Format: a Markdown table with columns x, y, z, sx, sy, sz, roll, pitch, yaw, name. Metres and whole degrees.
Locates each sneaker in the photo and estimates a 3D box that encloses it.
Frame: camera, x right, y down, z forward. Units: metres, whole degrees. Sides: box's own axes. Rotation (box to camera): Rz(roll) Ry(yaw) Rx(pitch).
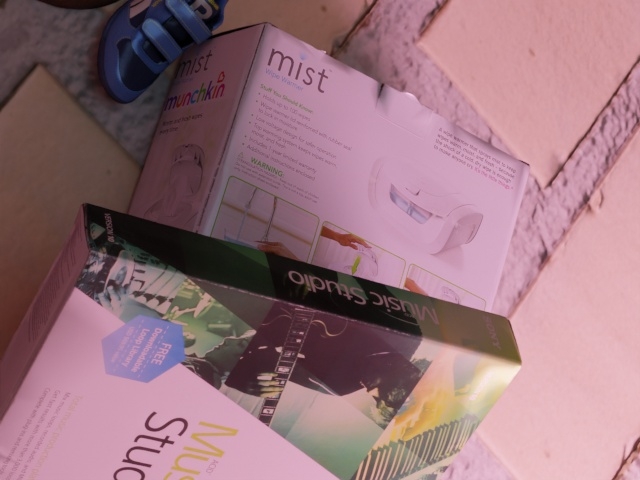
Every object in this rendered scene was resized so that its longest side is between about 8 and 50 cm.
| x | y | z | sx | sy | sz | roll | pitch | yaw | name |
| --- | --- | --- | --- | --- | --- | --- | --- | --- | --- |
| -0.109 | -0.160 | 1.437 | 0.053 | 0.059 | 0.144 | 49 | 63 | -37 | sneaker |

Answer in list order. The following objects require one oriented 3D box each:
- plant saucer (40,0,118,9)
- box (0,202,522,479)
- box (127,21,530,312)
| x | y | z | sx | sy | sz | roll | pitch | yaw | name |
| --- | --- | --- | --- | --- | --- | --- | --- | --- | --- |
| -0.175 | -0.251 | 1.423 | 0.168 | 0.029 | 0.168 | 4 | 84 | -35 | plant saucer |
| -0.056 | 0.111 | 1.343 | 0.322 | 0.232 | 0.058 | 14 | 37 | -25 | box |
| 0.000 | 0.000 | 1.460 | 0.262 | 0.127 | 0.231 | 25 | 73 | -30 | box |
